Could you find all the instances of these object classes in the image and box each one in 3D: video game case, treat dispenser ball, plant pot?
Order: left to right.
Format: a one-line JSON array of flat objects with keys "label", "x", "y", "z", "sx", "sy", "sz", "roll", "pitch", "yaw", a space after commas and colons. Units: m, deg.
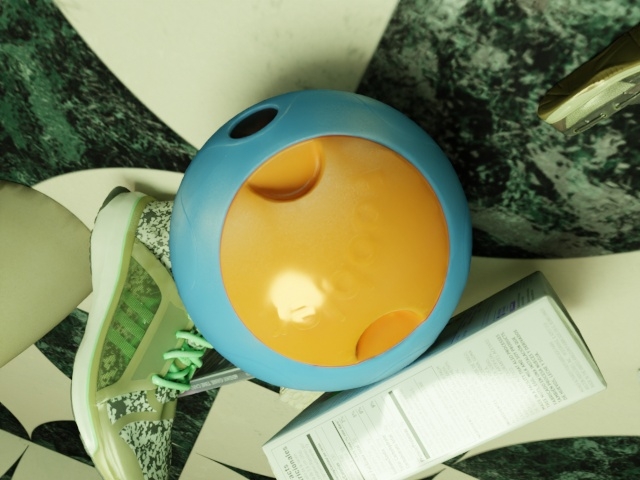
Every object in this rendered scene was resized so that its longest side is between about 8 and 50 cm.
[{"label": "plant pot", "x": -0.523, "y": 0.088, "z": 0.810, "sx": 0.256, "sy": 0.274, "sz": 0.256, "roll": 11, "pitch": 135, "yaw": 11}, {"label": "video game case", "x": -0.097, "y": 0.144, "z": 0.765, "sx": 0.274, "sy": 0.196, "sz": 0.026, "roll": -23, "pitch": 103, "yaw": 36}, {"label": "treat dispenser ball", "x": 0.000, "y": 0.000, "z": 0.517, "sx": 0.288, "sy": 0.288, "sz": 0.288, "roll": 11, "pitch": 136, "yaw": 11}]

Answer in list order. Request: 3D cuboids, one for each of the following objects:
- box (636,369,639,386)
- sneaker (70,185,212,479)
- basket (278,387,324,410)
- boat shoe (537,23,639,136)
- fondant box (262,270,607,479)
[{"label": "box", "x": 0.484, "y": 0.240, "z": 0.633, "sx": 0.103, "sy": 0.203, "sz": 0.114, "roll": 27, "pitch": 134, "yaw": -7}, {"label": "sneaker", "x": -0.188, "y": 0.114, "z": 0.663, "sx": 0.182, "sy": 0.410, "sz": 0.158, "roll": -7, "pitch": 164, "yaw": 9}, {"label": "basket", "x": 0.014, "y": 0.209, "z": 0.851, "sx": 0.113, "sy": 0.103, "sz": 0.167, "roll": 29, "pitch": 135, "yaw": -10}, {"label": "boat shoe", "x": 0.266, "y": -0.143, "z": 0.452, "sx": 0.049, "sy": 0.056, "sz": 0.152, "roll": 34, "pitch": 145, "yaw": -21}, {"label": "fondant box", "x": 0.128, "y": 0.164, "z": 0.596, "sx": 0.330, "sy": 0.238, "sz": 0.096, "roll": -33, "pitch": 81, "yaw": 19}]
